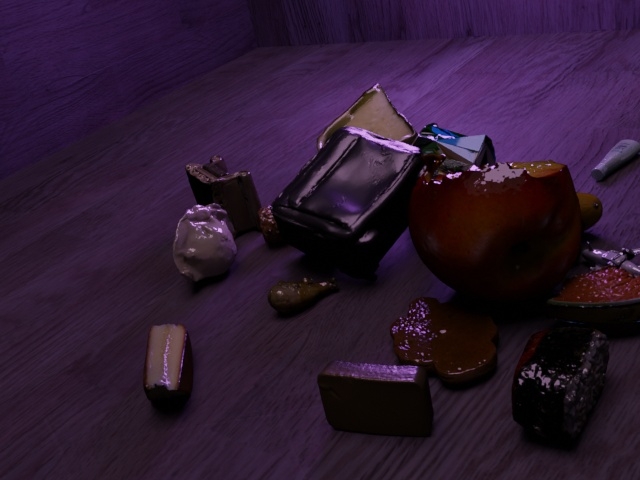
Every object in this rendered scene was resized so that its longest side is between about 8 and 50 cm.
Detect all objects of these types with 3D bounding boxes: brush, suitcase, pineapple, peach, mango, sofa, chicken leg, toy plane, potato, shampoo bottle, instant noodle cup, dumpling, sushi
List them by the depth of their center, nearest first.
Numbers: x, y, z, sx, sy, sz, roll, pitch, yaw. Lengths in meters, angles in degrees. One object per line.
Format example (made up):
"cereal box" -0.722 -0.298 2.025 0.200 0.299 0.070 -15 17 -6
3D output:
"sushi" 0.407 0.232 1.265 0.126 0.136 0.225 5 26 28
"brush" 0.100 0.279 1.332 0.197 0.123 0.059 0 26 24
"peach" 0.358 -0.026 1.566 0.335 0.310 0.406 -3 8 -18
"toy plane" 0.620 0.049 1.584 0.162 0.066 0.171 -36 37 -15
"mango" 0.537 -0.058 1.760 0.237 0.137 0.091 -9 70 20
"chicken leg" -0.042 0.118 1.767 0.178 0.070 0.093 -14 44 -17
"suitcase" 0.077 -0.105 1.867 0.339 0.188 0.345 23 63 35
"dumpling" -0.307 0.002 1.974 0.147 0.193 0.258 -3 32 30
"instant noodle cup" 0.354 -0.187 1.997 0.178 0.240 0.240 15 38 31
"shampoo bottle" 0.792 -0.217 2.022 0.190 0.041 0.069 -34 38 -32
"pineapple" -0.053 -0.059 2.074 0.237 0.111 0.119 -13 57 -10
"sofa" -0.261 -0.145 2.223 0.182 0.200 0.258 -28 28 -19
"potato" 0.156 -0.271 2.298 0.280 0.213 0.330 -31 41 3

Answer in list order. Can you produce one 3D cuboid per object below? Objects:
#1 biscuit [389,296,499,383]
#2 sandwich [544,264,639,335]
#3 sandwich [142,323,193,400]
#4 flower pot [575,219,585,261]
"biscuit" 0.246 0.196 1.504 0.208 0.041 0.290 -17 26 -7
"sandwich" 0.552 0.124 1.454 0.235 0.079 0.159 -14 26 -3
"sandwich" -0.323 0.270 1.587 0.094 0.096 0.258 -8 26 -3
"flower pot" 0.541 0.004 1.674 0.111 0.111 0.089 -8 41 12
